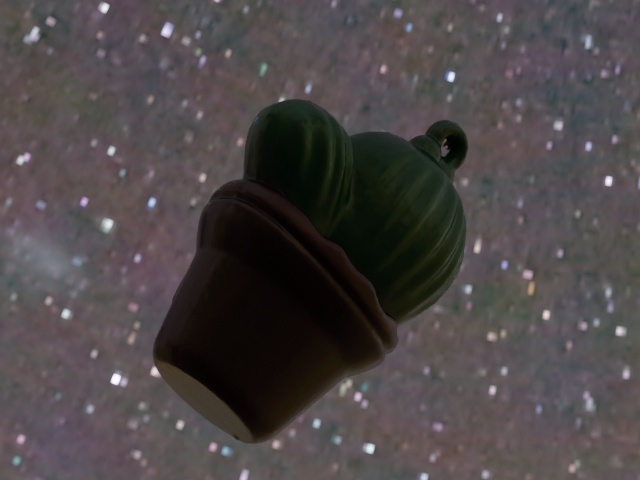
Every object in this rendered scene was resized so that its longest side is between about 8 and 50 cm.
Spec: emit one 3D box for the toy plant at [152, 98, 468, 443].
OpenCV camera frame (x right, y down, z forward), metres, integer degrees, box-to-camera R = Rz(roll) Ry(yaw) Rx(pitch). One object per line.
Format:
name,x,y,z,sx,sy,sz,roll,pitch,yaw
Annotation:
toy plant,0.000,0.000,0.828,0.105,0.200,0.143,9,-34,50
